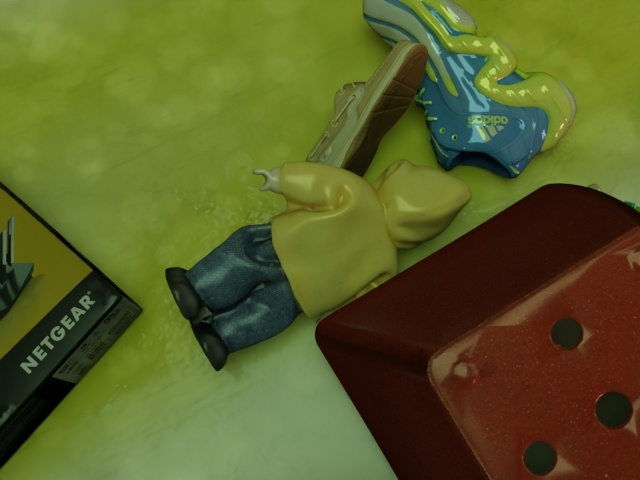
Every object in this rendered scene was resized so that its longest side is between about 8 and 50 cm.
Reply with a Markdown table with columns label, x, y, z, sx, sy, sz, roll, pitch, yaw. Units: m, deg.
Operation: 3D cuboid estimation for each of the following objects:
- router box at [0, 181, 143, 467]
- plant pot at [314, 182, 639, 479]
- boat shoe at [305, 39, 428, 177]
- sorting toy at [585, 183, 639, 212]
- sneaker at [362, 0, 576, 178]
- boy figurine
| label | x | y | z | sx | sy | sz | roll | pitch | yaw |
| --- | --- | --- | --- | --- | --- | --- | --- | --- | --- |
| router box | -0.362 | 0.097 | 0.781 | 0.243 | 0.081 | 0.309 | 38 | 80 | 13 |
| plant pot | 0.175 | 0.115 | 0.634 | 0.267 | 0.236 | 0.267 | -31 | 87 | -4 |
| boat shoe | 0.037 | -0.123 | 0.798 | 0.059 | 0.063 | 0.170 | 43 | 113 | 25 |
| sorting toy | 0.268 | -0.025 | 0.807 | 0.083 | 0.012 | 0.062 | -26 | 74 | -3 |
| sneaker | 0.122 | -0.147 | 0.811 | 0.240 | 0.091 | 0.126 | 33 | 80 | 11 |
| boy figurine | 0.000 | 0.000 | 0.768 | 0.285 | 0.092 | 0.177 | -30 | 108 | -6 |
